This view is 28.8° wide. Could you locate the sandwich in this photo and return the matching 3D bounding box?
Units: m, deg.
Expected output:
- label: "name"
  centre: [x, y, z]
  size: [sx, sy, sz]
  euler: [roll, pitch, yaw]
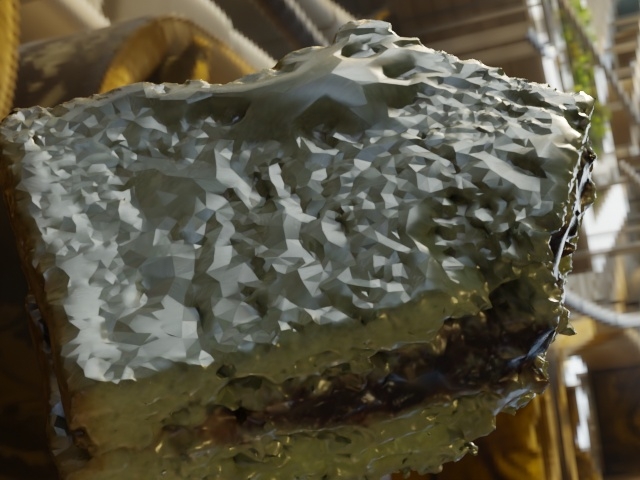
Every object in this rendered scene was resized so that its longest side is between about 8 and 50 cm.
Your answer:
- label: "sandwich"
  centre: [0.000, 0.000, 0.677]
  size: [0.262, 0.325, 0.131]
  euler: [-118, -164, -48]
